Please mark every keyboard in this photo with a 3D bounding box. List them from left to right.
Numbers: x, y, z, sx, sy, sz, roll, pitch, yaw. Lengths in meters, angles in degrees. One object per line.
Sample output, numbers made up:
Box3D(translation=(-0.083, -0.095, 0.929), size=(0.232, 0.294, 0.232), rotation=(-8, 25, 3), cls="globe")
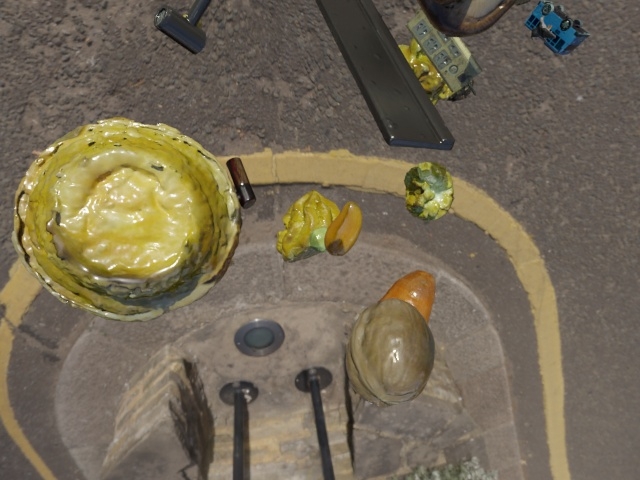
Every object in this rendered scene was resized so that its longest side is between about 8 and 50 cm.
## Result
Box3D(translation=(0.068, -0.231, 0.540), size=(0.101, 0.309, 0.018), rotation=(-4, 149, -28), cls="keyboard")

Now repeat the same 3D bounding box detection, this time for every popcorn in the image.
Box3D(translation=(0.340, -0.611, 1.574), size=(0.321, 0.290, 0.325), rotation=(-22, 134, -18), cls="popcorn")
Box3D(translation=(0.404, -0.183, 1.632), size=(0.184, 0.204, 0.221), rotation=(-4, 86, -16), cls="popcorn")

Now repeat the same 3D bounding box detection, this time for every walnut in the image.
Box3D(translation=(0.106, 0.168, 0.659), size=(0.140, 0.162, 0.140), rotation=(15, 132, 17), cls="walnut")

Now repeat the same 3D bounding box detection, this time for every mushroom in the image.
Box3D(translation=(0.255, -0.482, 0.759), size=(0.194, 0.138, 0.231), rotation=(-34, 139, 2), cls="mushroom")

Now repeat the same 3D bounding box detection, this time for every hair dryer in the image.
Box3D(translation=(-0.117, -0.226, 0.416), size=(0.083, 0.026, 0.047), rotation=(-48, 144, 15), cls="hair dryer")

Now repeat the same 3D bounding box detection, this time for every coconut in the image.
Box3D(translation=(0.000, 0.000, 1.516), size=(0.096, 0.088, 0.087), rotation=(-22, 126, -14), cls="coconut")

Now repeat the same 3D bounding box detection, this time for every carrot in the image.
Box3D(translation=(0.204, 0.174, 1.081), size=(0.159, 0.159, 0.225), rotation=(38, 79, -29), cls="carrot")

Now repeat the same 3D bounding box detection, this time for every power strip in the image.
Box3D(translation=(0.330, -0.488, 1.130), size=(0.092, 0.034, 0.268), rotation=(-29, 105, 43), cls="power strip")

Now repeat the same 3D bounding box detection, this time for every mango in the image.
Box3D(translation=(0.076, -0.035, 1.383), size=(0.102, 0.085, 0.184), rotation=(21, 98, -23), cls="mango")

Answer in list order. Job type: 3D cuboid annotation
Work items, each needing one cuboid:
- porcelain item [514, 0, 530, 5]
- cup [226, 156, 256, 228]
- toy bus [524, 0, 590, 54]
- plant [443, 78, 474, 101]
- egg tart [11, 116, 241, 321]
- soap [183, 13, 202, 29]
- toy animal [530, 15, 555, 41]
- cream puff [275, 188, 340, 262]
Box3D(translation=(0.428, -0.617, 0.919), size=(0.069, 0.081, 0.215), rotation=(15, 87, -43), cls="porcelain item")
Box3D(translation=(-0.276, -0.091, 1.028), size=(0.177, 0.166, 0.239), rotation=(43, 108, 16), cls="cup")
Box3D(translation=(0.785, -0.704, 1.443), size=(0.090, 0.184, 0.106), rotation=(-16, 153, -35), cls="toy bus")
Box3D(translation=(0.528, -0.668, 1.834), size=(0.275, 0.146, 0.149), rotation=(-10, 118, -37), cls="plant")
Box3D(translation=(-0.290, -0.033, 0.675), size=(0.345, 0.132, 0.345), rotation=(0, 89, -19), cls="egg tart")
Box3D(translation=(-0.455, -0.740, 1.517), size=(0.045, 0.140, 0.089), rotation=(34, 110, -3), cls="soap")
Box3D(translation=(0.485, -0.459, 0.940), size=(0.028, 0.084, 0.050), rotation=(0, 111, -7), cls="toy animal")
Box3D(translation=(-0.063, -0.063, 1.899), size=(0.291, 0.257, 0.324), rotation=(-17, 169, -23), cls="cream puff")
